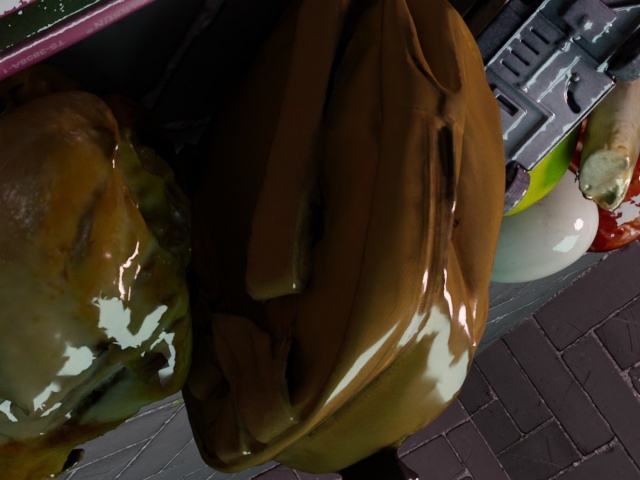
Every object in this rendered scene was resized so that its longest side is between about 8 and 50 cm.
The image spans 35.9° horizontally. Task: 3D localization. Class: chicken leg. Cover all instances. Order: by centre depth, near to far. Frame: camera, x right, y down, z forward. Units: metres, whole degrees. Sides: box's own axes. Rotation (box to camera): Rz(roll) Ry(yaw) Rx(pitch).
[{"bbox_3d":[-0.208,0.104,0.657,0.429,0.201,0.152,-62,-172,21],"label":"chicken leg"}]

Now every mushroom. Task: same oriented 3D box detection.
[{"bbox_3d":[0.354,-0.164,1.171,0.312,0.081,0.099,-61,152,-43],"label":"mushroom"}]

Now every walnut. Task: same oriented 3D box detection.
[{"bbox_3d":[0.424,-0.123,1.443,0.269,0.221,0.244,-36,-163,-17],"label":"walnut"}]

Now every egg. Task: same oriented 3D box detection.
[{"bbox_3d":[0.256,-0.033,1.329,0.183,0.182,0.264,-24,-164,-28],"label":"egg"}]

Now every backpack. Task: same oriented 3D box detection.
[{"bbox_3d":[0.005,-0.001,0.734,0.201,0.377,0.353,17,149,-21],"label":"backpack"}]

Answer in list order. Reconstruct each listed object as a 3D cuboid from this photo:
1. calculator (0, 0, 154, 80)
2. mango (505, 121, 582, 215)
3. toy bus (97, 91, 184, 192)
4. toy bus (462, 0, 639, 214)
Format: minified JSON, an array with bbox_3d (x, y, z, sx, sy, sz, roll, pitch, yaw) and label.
[{"bbox_3d":[-0.157,-0.163,0.528,0.127,0.034,0.190,-29,158,-10],"label":"calculator"},{"bbox_3d":[0.212,-0.137,1.108,0.175,0.143,0.293,-28,153,-11],"label":"mango"},{"bbox_3d":[-0.283,0.037,0.763,0.409,0.092,0.093,-35,164,12],"label":"toy bus"},{"bbox_3d":[0.174,-0.153,0.895,0.289,0.139,0.157,-50,-167,23],"label":"toy bus"}]
